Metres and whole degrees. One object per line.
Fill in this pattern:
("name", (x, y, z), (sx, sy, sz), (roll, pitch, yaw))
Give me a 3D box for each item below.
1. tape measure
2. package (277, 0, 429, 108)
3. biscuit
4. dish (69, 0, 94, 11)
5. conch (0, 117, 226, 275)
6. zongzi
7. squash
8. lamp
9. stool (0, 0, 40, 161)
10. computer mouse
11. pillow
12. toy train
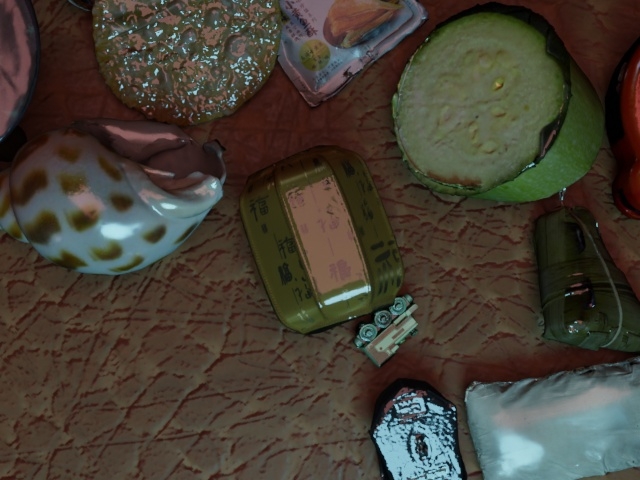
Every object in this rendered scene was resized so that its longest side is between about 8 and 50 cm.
("tape measure", (0.443, -0.132, 1.764), (0.253, 0.114, 0.260), (1, 82, -4))
("package", (0.005, -0.263, 1.780), (0.171, 0.027, 0.173), (-39, 93, 1))
("biscuit", (-0.148, -0.234, 1.747), (0.220, 0.033, 0.219), (-1, 103, -4))
("dish", (-0.248, -0.329, 1.755), (0.141, 0.078, 0.141), (-17, 122, -28))
("conch", (-0.242, -0.045, 1.691), (0.275, 0.183, 0.148), (15, 116, 3))
("zongzi", (0.321, 0.035, 1.779), (0.178, 0.081, 0.189), (11, 64, -30))
("squash", (0.189, -0.142, 1.749), (0.220, 0.133, 0.220), (-6, 74, 22))
("lamp", (0.000, 0.000, 1.703), (0.161, 0.161, 0.185), (-18, 84, -5))
("stool", (-0.422, -0.188, 1.674), (0.272, 0.178, 0.272), (0, 85, -4))
("computer mouse", (0.106, 0.229, 1.741), (0.099, 0.057, 0.172), (-16, 98, -7))
("pillow", (0.277, 0.201, 1.751), (0.229, 0.051, 0.128), (-9, 93, -4))
("toy train", (0.076, 0.097, 1.759), (0.083, 0.033, 0.053), (-40, 94, -6))
